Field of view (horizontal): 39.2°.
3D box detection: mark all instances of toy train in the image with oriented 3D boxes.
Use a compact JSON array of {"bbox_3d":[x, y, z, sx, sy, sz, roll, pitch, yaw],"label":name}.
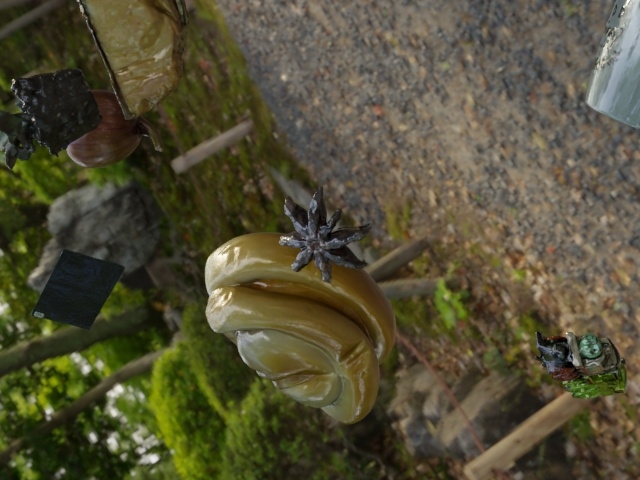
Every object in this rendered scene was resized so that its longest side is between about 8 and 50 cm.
[{"bbox_3d":[0.309,0.144,1.045,0.249,0.085,0.053,35,-134,-61],"label":"toy train"}]

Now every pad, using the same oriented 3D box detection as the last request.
[{"bbox_3d":[-0.446,0.093,1.648,0.116,0.193,0.004,19,-142,-25],"label":"pad"}]

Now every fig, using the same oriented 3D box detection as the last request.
[{"bbox_3d":[-0.437,-0.239,1.923,0.175,0.207,0.175,173,90,-89],"label":"fig"}]

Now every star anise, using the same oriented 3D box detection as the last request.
[{"bbox_3d":[-0.001,0.002,1.187,0.141,0.141,0.042,60,-145,-14],"label":"star anise"}]

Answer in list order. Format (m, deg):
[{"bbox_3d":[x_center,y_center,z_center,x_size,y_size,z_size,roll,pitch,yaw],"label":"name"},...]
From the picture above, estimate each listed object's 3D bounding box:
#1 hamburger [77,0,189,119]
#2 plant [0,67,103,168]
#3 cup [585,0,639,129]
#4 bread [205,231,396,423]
[{"bbox_3d":[-0.233,-0.294,1.096,0.124,0.130,0.262,-110,2,-58],"label":"hamburger"},{"bbox_3d":[-0.492,-0.219,1.590,0.131,0.203,0.142,129,121,-72],"label":"plant"},{"bbox_3d":[0.571,-0.332,1.583,0.186,0.234,0.258,21,-158,-3],"label":"cup"},{"bbox_3d":[-0.052,0.168,1.717,0.329,0.245,0.424,-6,142,42],"label":"bread"}]
